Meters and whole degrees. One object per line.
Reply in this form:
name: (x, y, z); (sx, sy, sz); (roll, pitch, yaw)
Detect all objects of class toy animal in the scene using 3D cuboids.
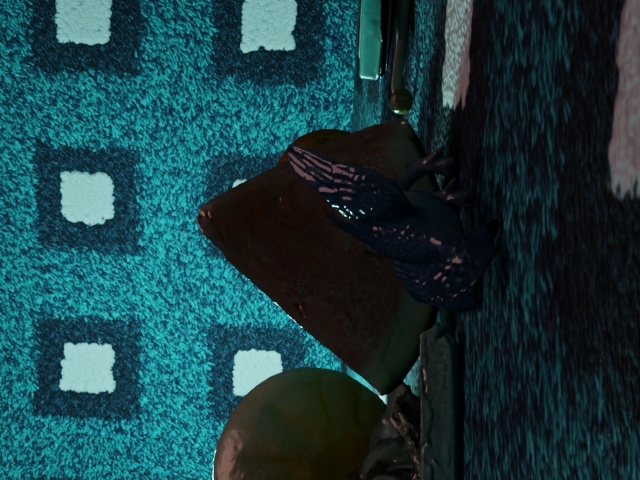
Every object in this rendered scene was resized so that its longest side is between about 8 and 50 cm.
toy animal: (0.076, -0.010, 0.873); (0.255, 0.239, 0.176); (-16, 32, 47)

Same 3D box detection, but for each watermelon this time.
watermelon: (0.036, 0.011, 1.066); (0.250, 0.292, 0.283); (35, 128, 52)

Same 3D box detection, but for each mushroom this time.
mushroom: (0.135, -0.345, 1.518); (0.068, 0.043, 0.306); (145, 132, -63)

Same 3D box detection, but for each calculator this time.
calculator: (0.105, -0.445, 1.597); (0.248, 0.058, 0.274); (90, -171, -54)

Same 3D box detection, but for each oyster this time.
oyster: (0.095, 0.238, 1.118); (0.199, 0.087, 0.252); (-63, 7, -33)

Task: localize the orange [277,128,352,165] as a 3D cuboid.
orange: (0.017, -0.128, 2.029); (0.240, 0.239, 0.240); (-178, 90, -89)

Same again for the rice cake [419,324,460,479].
rice cake: (0.120, 0.210, 0.943); (0.045, 0.042, 0.245); (34, -124, -73)

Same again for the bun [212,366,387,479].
bun: (0.005, 0.324, 1.306); (0.164, 0.298, 0.299); (-17, 69, 61)
